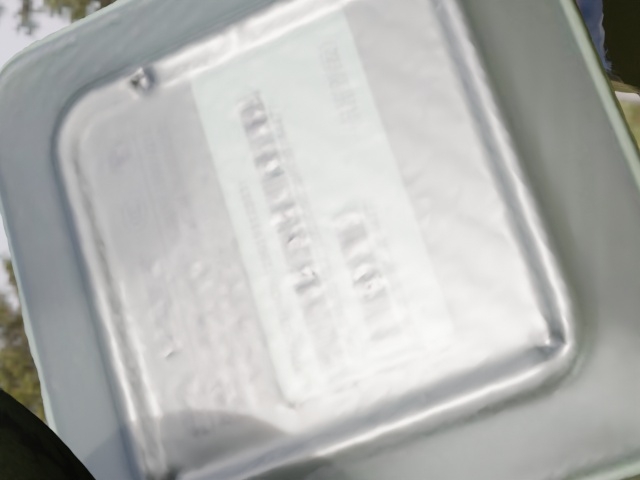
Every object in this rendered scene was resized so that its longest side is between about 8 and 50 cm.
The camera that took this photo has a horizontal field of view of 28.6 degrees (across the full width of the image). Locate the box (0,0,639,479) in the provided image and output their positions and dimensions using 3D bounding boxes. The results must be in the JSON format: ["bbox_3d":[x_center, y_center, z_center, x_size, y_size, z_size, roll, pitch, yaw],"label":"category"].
[{"bbox_3d":[0.000,0.001,0.771,0.111,0.396,0.396,32,-143,-66],"label":"box"}]

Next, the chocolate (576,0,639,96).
[{"bbox_3d":[0.251,-0.296,1.133,0.210,0.225,0.340,32,140,47],"label":"chocolate"}]

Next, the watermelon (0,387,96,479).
[{"bbox_3d":[-0.194,0.203,0.516,0.279,0.279,0.359,-84,-26,-67],"label":"watermelon"}]
